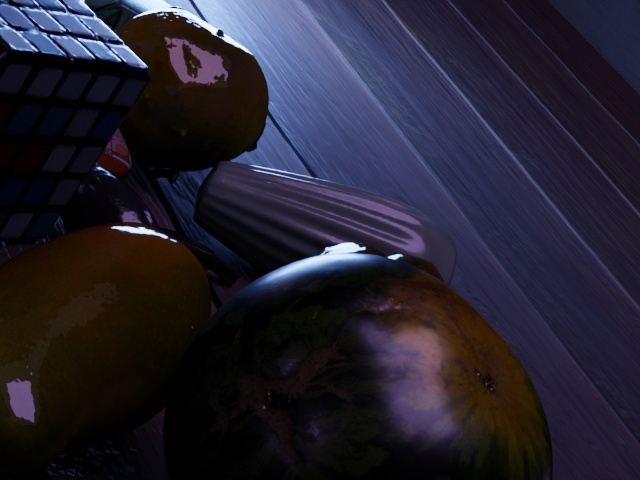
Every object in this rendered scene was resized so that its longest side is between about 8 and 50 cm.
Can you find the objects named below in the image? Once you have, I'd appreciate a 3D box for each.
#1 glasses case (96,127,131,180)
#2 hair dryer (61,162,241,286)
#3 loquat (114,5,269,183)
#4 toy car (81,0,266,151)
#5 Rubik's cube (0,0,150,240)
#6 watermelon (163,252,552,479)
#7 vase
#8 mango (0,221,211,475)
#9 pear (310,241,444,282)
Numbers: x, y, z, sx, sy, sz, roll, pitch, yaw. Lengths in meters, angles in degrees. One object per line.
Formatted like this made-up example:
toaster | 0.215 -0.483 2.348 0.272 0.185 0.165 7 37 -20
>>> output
glasses case | -0.257 -0.134 1.603 0.103 0.067 0.266 18 27 -44
hair dryer | -0.118 0.029 1.490 0.195 0.075 0.219 56 19 23
loquat | -0.137 -0.149 1.697 0.172 0.149 0.204 11 47 -29
toy car | -0.199 -0.208 1.821 0.321 0.097 0.141 28 20 -20
Rubik's cube | -0.282 -0.120 1.360 0.184 0.182 0.187 44 21 22
watermelon | 0.024 0.142 1.164 0.269 0.269 0.269 31 20 -13
vase | 0.000 0.000 1.653 0.248 0.128 0.128 24 21 -6
mango | -0.173 0.070 1.182 0.146 0.129 0.289 52 26 7
pear | 0.041 0.076 1.507 0.167 0.136 0.167 30 15 -9
